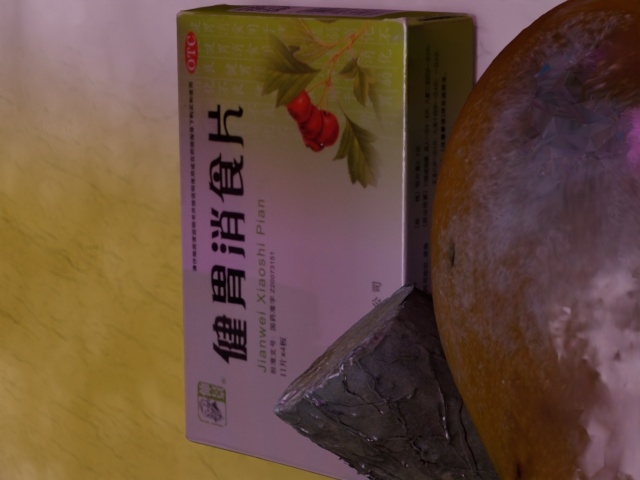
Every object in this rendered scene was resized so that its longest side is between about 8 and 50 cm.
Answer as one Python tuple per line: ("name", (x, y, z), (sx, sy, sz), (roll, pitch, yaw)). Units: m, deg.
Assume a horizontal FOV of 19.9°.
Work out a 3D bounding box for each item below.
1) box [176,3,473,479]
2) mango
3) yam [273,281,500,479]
("box", (0.000, -0.001, 1.028), (0.175, 0.062, 0.260), (8, 104, 42))
("mango", (0.139, 0.033, 0.805), (0.193, 0.146, 0.316), (-17, 59, 34))
("yam", (0.072, 0.097, 0.915), (0.183, 0.107, 0.107), (38, 131, -14))
